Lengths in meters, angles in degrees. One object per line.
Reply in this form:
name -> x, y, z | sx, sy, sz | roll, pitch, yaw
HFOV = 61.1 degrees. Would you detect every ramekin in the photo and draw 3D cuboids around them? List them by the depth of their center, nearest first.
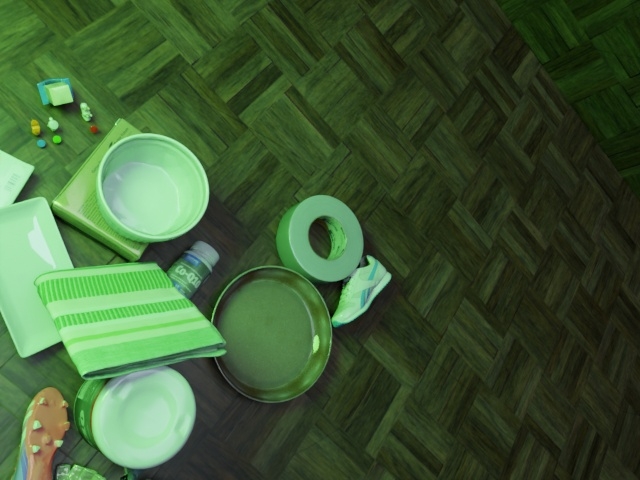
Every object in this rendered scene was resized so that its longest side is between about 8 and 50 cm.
ramekin -> -0.332, -0.092, 1.052 | 0.207, 0.109, 0.207 | 8, 75, -30

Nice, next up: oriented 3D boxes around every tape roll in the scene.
tape roll -> 0.000, 0.000, 1.367 | 0.219, 0.072, 0.219 | 9, 73, -30

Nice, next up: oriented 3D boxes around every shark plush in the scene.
shark plush -> -0.341, 0.406, 1.021 | 0.067, 0.161, 0.073 | -35, 89, 6

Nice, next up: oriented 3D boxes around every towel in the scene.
towel -> -0.344, 0.126, 0.959 | 0.248, 0.325, 0.038 | -3, 116, -41

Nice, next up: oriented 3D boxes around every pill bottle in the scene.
pill bottle -> -0.340, 0.297, 0.956 | 0.161, 0.283, 0.161 | 8, 75, -31
pill bottle -> -0.284, 0.071, 1.168 | 0.078, 0.078, 0.137 | 43, 60, -17

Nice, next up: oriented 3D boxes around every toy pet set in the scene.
toy pet set -> -0.541, -0.268, 1.113 | 0.122, 0.065, 0.114 | -24, 127, -31

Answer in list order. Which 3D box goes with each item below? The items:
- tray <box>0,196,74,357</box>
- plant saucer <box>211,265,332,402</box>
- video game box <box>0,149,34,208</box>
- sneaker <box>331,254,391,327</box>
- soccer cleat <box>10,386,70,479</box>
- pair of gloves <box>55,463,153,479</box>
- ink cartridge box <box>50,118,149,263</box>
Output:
tray -> -0.539, 0.066, 1.011 | 0.145, 0.030, 0.270 | -26, 103, -41
plant saucer -> -0.114, 0.214, 1.259 | 0.311, 0.050, 0.310 | 7, 76, -30
video game box -> -0.666, -0.093, 0.986 | 0.187, 0.048, 0.205 | 32, 64, -26
sneaker -> 0.088, 0.132, 1.390 | 0.092, 0.087, 0.228 | 48, 52, -6
soccer cleat -> -0.508, 0.388, 0.957 | 0.083, 0.095, 0.248 | 35, 40, -55
pair of gloves -> -0.406, 0.537, 1.005 | 0.240, 0.042, 0.204 | 21, 73, -21
ink cartridge box -> -0.404, -0.100, 1.127 | 0.193, 0.088, 0.234 | 37, 63, -18
